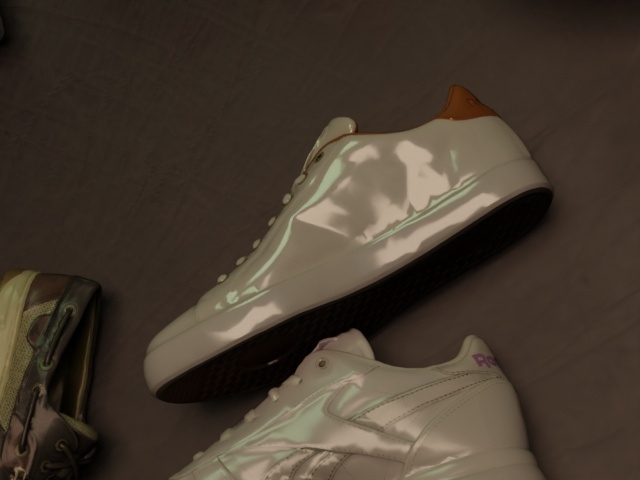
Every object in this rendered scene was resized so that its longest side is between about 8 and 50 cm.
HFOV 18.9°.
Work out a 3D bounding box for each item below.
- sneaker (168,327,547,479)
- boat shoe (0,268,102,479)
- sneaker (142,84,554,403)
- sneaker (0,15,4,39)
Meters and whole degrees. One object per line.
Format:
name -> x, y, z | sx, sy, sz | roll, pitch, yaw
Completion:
sneaker -> -0.015, 0.145, 1.229 | 0.305, 0.114, 0.152 | -12, 67, 1
boat shoe -> -0.184, 0.127, 1.269 | 0.073, 0.080, 0.223 | -2, 73, 16
sneaker -> 0.000, 0.000, 1.256 | 0.290, 0.106, 0.123 | -30, 67, -6
sneaker -> -0.383, -0.187, 1.369 | 0.293, 0.108, 0.169 | -14, 74, -2
